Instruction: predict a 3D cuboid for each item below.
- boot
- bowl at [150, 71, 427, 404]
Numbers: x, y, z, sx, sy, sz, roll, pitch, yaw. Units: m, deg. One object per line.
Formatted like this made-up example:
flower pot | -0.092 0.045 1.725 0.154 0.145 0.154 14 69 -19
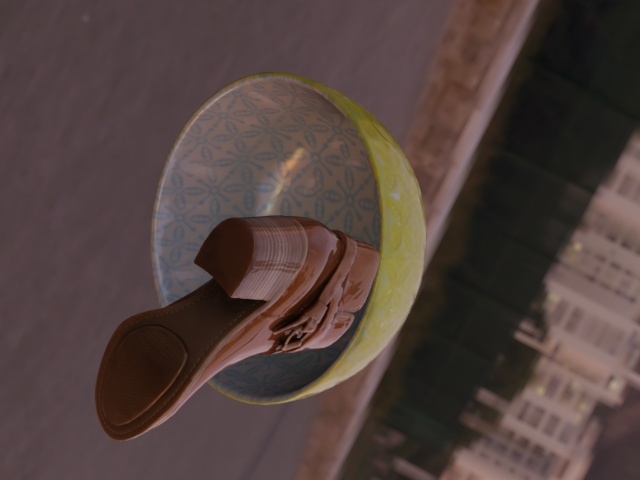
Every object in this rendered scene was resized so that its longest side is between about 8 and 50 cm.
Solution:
boot | -0.052 0.066 1.233 0.197 0.073 0.152 -48 151 22
bowl | 0.000 0.000 1.609 0.156 0.289 0.289 2 121 -46
